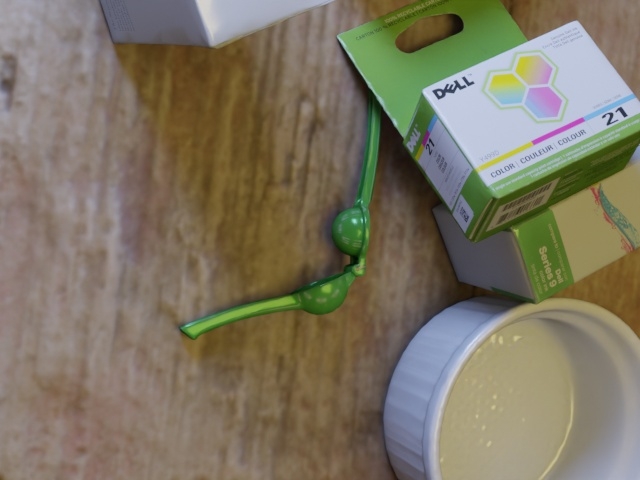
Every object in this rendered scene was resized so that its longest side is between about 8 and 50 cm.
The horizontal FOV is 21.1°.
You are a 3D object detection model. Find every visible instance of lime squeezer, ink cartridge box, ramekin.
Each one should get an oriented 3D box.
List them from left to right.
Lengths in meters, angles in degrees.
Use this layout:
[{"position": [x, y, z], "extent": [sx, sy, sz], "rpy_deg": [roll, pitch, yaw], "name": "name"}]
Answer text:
[{"position": [0.000, 0.000, 1.684], "extent": [0.110, 0.059, 0.310], "rpy_deg": [37, 81, 4], "name": "lime squeezer"}, {"position": [0.161, -0.152, 1.636], "extent": [0.189, 0.097, 0.255], "rpy_deg": [-26, 71, -21], "name": "ink cartridge box"}, {"position": [0.199, 0.185, 1.756], "extent": [0.277, 0.135, 0.277], "rpy_deg": [-4, 99, -27], "name": "ramekin"}, {"position": [0.248, -0.029, 1.737], "extent": [0.212, 0.154, 0.093], "rpy_deg": [-29, 109, -21], "name": "ink cartridge box"}]

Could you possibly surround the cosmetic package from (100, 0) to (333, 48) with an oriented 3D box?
[{"position": [-0.116, -0.292, 1.475], "extent": [0.138, 0.225, 0.224], "rpy_deg": [-25, 108, -24], "name": "cosmetic package"}]
